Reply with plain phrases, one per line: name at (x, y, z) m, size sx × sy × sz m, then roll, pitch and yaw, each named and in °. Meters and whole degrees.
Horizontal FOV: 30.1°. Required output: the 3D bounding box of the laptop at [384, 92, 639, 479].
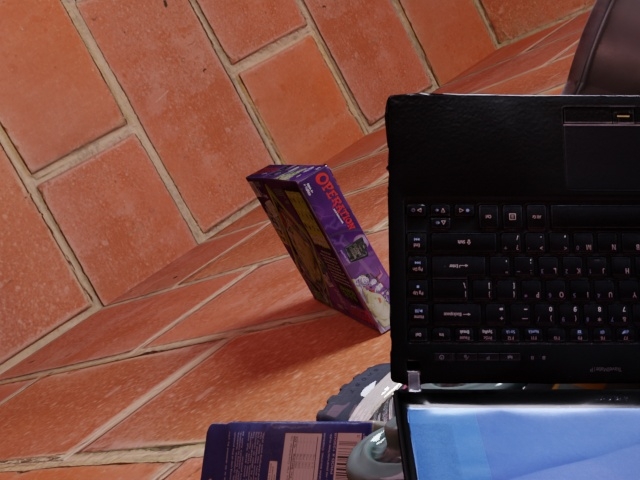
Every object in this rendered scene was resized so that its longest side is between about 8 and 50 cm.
laptop at (0.155, 0.029, 0.594) m, size 0.234 × 0.264 × 0.136 m, roll 1°, pitch -14°, yaw -1°

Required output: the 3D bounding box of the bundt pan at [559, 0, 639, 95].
bundt pan at (0.264, -0.104, 0.828) m, size 0.124 × 0.331 × 0.331 m, roll 24°, pitch 35°, yaw 20°

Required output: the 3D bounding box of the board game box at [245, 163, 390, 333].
board game box at (0.000, 0.000, 1.527) m, size 0.056 × 0.208 × 0.347 m, roll -27°, pitch 10°, yaw -10°

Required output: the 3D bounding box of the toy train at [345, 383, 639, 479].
toy train at (0.111, 0.157, 0.647) m, size 0.190 × 0.142 × 0.334 m, roll -6°, pitch 17°, yaw 32°

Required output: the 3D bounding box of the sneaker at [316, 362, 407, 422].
sneaker at (0.119, 0.112, 0.925) m, size 0.112 × 0.121 × 0.299 m, roll 0°, pitch 34°, yaw 41°

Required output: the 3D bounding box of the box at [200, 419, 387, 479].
box at (-0.022, 0.193, 0.820) m, size 0.036 × 0.136 × 0.225 m, roll 13°, pitch -14°, yaw -32°
